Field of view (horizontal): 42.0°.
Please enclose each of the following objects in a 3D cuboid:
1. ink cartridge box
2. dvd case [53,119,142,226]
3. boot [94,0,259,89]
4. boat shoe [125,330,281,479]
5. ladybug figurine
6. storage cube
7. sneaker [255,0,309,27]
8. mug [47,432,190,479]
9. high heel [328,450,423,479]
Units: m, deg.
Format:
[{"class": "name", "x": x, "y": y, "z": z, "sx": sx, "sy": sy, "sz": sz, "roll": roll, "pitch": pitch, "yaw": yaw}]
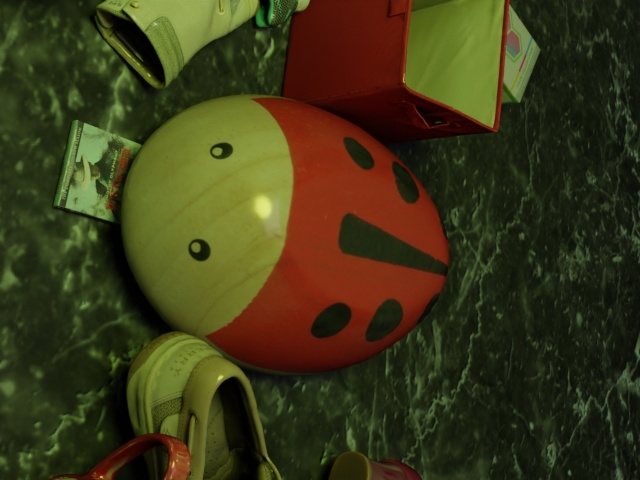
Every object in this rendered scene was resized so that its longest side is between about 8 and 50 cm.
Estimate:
[{"class": "ink cartridge box", "x": 0.239, "y": -0.306, "z": 1.235, "sx": 0.209, "sy": 0.062, "sz": 0.108, "roll": 42, "pitch": 62, "yaw": -36}, {"class": "dvd case", "x": -0.200, "y": -0.059, "z": 0.826, "sx": 0.119, "sy": 0.013, "sz": 0.087, "roll": 20, "pitch": 75, "yaw": -42}, {"class": "boot", "x": -0.164, "y": -0.276, "z": 0.824, "sx": 0.165, "sy": 0.077, "sz": 0.213, "roll": -50, "pitch": 125, "yaw": -31}, {"class": "boat shoe", "x": -0.100, "y": 0.254, "z": 0.821, "sx": 0.122, "sy": 0.110, "sz": 0.341, "roll": -36, "pitch": 128, "yaw": -38}, {"class": "ladybug figurine", "x": 0.000, "y": 0.000, "z": 0.910, "sx": 0.449, "sy": 0.162, "sz": 0.304, "roll": 13, "pitch": 82, "yaw": -47}, {"class": "storage cube", "x": 0.089, "y": -0.230, "z": 0.993, "sx": 0.184, "sy": 0.193, "sz": 0.214, "roll": 14, "pitch": 80, "yaw": -44}, {"class": "sneaker", "x": -0.077, "y": -0.308, "z": 0.923, "sx": 0.166, "sy": 0.065, "sz": 0.076, "roll": 52, "pitch": 59, "yaw": -29}, {"class": "mug", "x": -0.174, "y": 0.254, "z": 0.736, "sx": 0.150, "sy": 0.169, "sz": 0.113, "roll": -49, "pitch": 121, "yaw": -35}, {"class": "high heel", "x": 0.046, "y": 0.449, "z": 0.992, "sx": 0.181, "sy": 0.127, "sz": 0.377, "roll": 36, "pitch": 69, "yaw": -46}]
